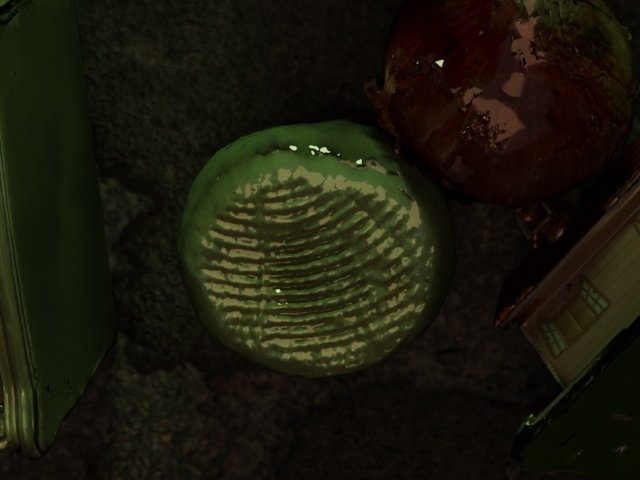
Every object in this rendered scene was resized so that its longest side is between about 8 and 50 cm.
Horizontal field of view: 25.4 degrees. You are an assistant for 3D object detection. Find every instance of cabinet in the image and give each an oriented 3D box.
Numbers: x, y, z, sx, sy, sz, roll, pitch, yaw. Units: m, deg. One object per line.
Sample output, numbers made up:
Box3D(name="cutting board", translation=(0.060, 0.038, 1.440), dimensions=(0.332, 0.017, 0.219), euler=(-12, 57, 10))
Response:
Box3D(name="cabinet", translation=(-0.331, -0.017, 0.965), dimensions=(0.318, 0.227, 0.290), euler=(-3, 106, 5))

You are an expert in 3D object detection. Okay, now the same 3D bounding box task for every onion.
Box3D(name="onion", translation=(0.123, -0.118, 0.923), dimensions=(0.184, 0.184, 0.147), euler=(4, 149, 3))

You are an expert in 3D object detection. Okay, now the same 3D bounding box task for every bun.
Box3D(name="bun", translation=(0.000, 0.000, 1.001), dimensions=(0.195, 0.118, 0.195), euler=(3, 110, 8))

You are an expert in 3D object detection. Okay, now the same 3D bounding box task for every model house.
Box3D(name="model house", translation=(0.246, 0.022, 0.996), dimensions=(0.207, 0.154, 0.294), euler=(15, 124, -45))
